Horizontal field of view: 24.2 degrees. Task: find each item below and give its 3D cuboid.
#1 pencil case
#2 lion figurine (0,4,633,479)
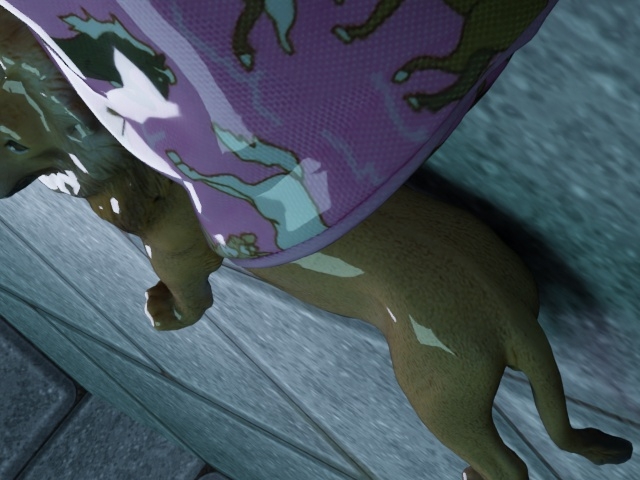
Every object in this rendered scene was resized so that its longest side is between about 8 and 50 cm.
[{"bbox_3d":[-0.100,-0.156,0.434,0.386,0.160,0.167,41,-167,-13],"label":"pencil case"},{"bbox_3d":[0.000,0.000,0.777,0.392,0.142,0.240,22,155,8],"label":"lion figurine"}]
